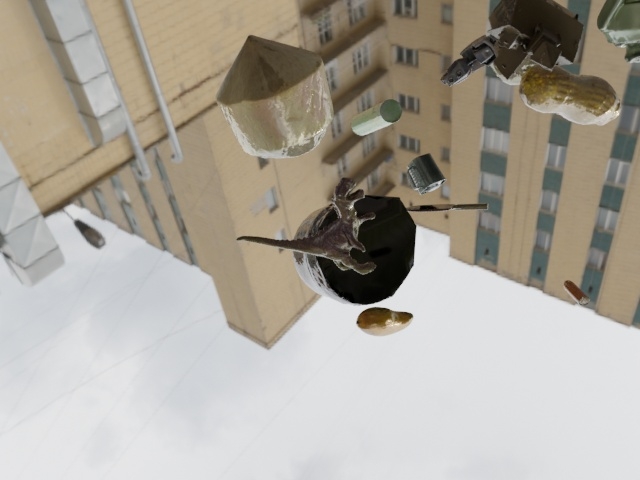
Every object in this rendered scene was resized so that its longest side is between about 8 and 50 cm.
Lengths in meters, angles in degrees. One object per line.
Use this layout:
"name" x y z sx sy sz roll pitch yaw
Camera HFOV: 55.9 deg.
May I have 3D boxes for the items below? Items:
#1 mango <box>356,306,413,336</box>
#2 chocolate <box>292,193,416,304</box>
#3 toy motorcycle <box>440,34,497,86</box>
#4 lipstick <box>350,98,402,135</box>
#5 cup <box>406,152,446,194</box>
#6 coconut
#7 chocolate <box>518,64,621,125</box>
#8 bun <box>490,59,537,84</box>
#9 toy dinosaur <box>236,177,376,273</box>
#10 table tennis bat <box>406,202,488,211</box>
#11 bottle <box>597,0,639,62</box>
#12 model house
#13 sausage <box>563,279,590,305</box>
"mango" 0.177 0.230 1.711 0.190 0.098 0.075 3 -125 -36
"chocolate" 0.082 0.021 2.011 0.383 0.384 0.331 -27 -163 -20
"toy motorcycle" 0.406 -0.466 1.543 0.215 0.080 0.122 -36 -165 17
"lipstick" 0.169 -0.377 1.868 0.076 0.076 0.304 -20 -172 -12
"cup" 0.382 -0.242 2.250 0.128 0.095 0.130 -20 -105 -25
"coconut" -0.124 -0.380 1.570 0.328 0.329 0.329 -5 -140 5
"chocolate" 0.652 -0.382 1.575 0.308 0.134 0.134 11 -144 -20
"bun" 0.704 -0.656 2.060 0.204 0.282 0.281 29 -129 16
"toy dinosaur" 0.001 -0.003 1.154 0.251 0.200 0.072 -27 -152 29
"table tennis bat" 0.417 -0.109 1.998 0.274 0.021 0.154 -1 -171 25
"bottle" 0.636 -0.525 1.151 0.228 0.352 0.229 -2 -167 1
"model house" 0.465 -0.420 1.321 0.180 0.176 0.248 24 -139 -15
"sausage" 0.681 0.137 1.618 0.031 0.031 0.107 -12 -154 -3
